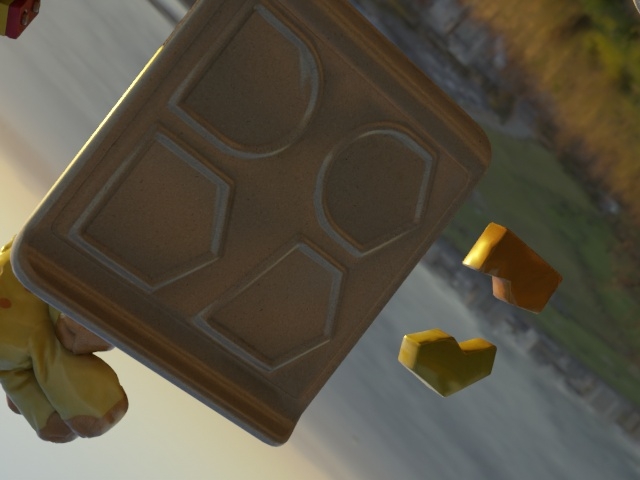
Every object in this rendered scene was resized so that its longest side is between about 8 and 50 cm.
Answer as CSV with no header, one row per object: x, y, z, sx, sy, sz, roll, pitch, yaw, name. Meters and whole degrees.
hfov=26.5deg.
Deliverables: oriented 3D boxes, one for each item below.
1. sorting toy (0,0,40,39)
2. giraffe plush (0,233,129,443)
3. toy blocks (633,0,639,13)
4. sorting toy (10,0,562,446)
-0.197,-0.209,0.907,0.046,0.274,0.132,15,-148,0,sorting toy
-0.273,0.073,1.109,0.181,0.171,0.210,-14,86,50,giraffe plush
0.304,-0.250,1.081,0.148,0.054,0.123,-22,106,44,toy blocks
0.000,0.000,0.788,0.307,0.229,0.041,38,174,-33,sorting toy
